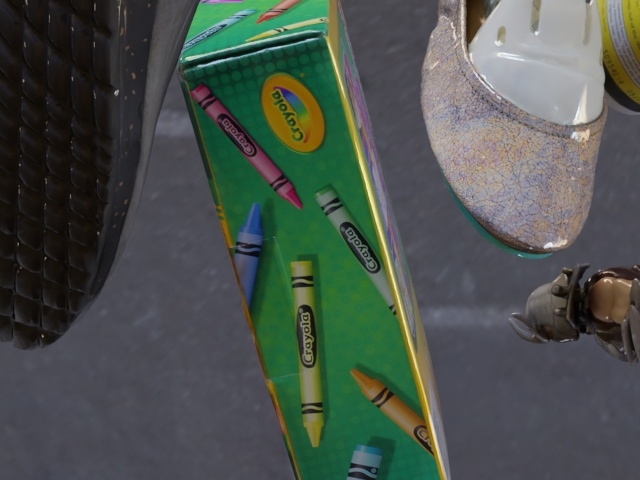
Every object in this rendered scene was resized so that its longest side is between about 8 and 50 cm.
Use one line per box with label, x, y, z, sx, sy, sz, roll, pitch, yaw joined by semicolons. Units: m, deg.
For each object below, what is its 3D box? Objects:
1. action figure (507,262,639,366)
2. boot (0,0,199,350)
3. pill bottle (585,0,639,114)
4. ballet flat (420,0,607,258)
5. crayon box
action figure;0.257;0.061;1.252;0.285;0.185;0.099;4;96;18
boot;-0.040;-0.124;0.721;0.118;0.223;0.338;36;133;18
pill bottle;0.294;-0.171;1.430;0.208;0.119;0.119;-16;100;46
ballet flat;0.117;-0.127;1.166;0.108;0.316;0.106;14;130;-16
crayon box;0.000;0.000;1.074;0.081;0.165;0.278;-14;111;5
